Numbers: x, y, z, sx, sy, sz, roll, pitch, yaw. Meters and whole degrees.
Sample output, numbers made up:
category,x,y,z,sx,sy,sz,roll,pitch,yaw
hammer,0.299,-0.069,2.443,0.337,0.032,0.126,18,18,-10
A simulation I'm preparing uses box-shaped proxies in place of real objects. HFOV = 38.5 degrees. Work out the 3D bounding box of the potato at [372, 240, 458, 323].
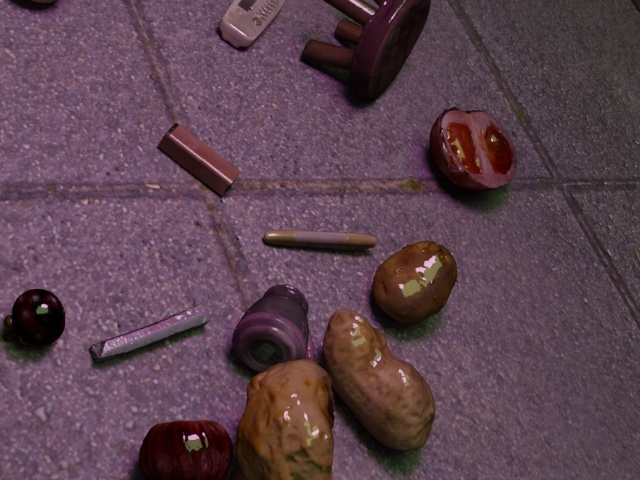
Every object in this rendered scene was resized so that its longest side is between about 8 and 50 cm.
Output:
category,x,y,z,sx,sy,sz,roll,pitch,yaw
potato,0.171,0.079,1.669,0.176,0.137,0.137,-30,76,-24

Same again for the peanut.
category,x,y,z,sx,sy,sz,roll,pitch,yaw
peanut,0.093,0.224,1.481,0.253,0.137,0.122,48,41,10

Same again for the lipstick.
category,x,y,z,sx,sy,sz,roll,pitch,yaw
lipstick,-0.214,-0.143,1.618,0.145,0.045,0.045,37,41,-4

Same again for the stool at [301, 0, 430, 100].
category,x,y,z,sx,sy,sz,roll,pitch,yaw
stool,0.101,-0.455,1.967,0.178,0.272,0.272,31,41,12

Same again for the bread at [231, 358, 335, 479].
category,x,y,z,sx,sy,sz,roll,pitch,yaw
bread,-0.051,0.279,1.272,0.134,0.244,0.244,5,49,-1

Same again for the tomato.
category,x,y,z,sx,sy,sz,roll,pitch,yaw
tomato,0.318,-0.180,1.993,0.228,0.112,0.199,3,63,-36

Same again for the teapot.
category,x,y,z,sx,sy,sz,roll,pitch,yaw
teapot,-0.056,0.143,1.457,0.148,0.116,0.146,31,33,-7

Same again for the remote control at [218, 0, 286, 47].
category,x,y,z,sx,sy,sz,roll,pitch,yaw
remote control,-0.145,-0.485,1.943,0.090,0.049,0.230,34,44,-8

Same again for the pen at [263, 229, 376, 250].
category,x,y,z,sx,sy,sz,roll,pitch,yaw
pen,0.000,0.000,1.671,0.233,0.040,0.032,3,55,-29

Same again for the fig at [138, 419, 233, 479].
category,x,y,z,sx,sy,sz,roll,pitch,yaw
fig,-0.187,0.302,1.225,0.128,0.128,0.150,35,49,-8

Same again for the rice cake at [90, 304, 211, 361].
category,x,y,z,sx,sy,sz,roll,pitch,yaw
rice cake,-0.252,0.138,1.371,0.208,0.033,0.033,-18,78,-43

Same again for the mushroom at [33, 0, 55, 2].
category,x,y,z,sx,sy,sz,roll,pitch,yaw
mushroom,-0.503,-0.493,1.640,0.148,0.112,0.148,24,37,-19

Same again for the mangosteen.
category,x,y,z,sx,sy,sz,roll,pitch,yaw
mangosteen,-0.391,0.106,1.261,0.081,0.081,0.081,20,47,-23
